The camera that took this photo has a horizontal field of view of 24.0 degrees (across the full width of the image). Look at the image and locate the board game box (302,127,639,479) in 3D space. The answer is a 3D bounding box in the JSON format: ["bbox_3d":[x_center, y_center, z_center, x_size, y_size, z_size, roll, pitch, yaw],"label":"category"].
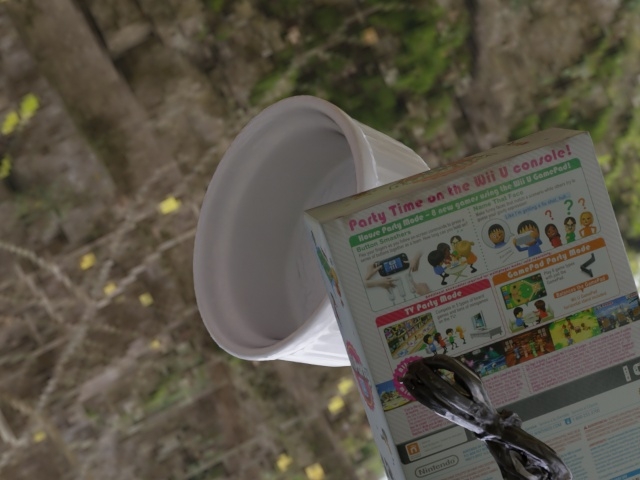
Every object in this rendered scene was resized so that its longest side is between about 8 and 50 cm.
[{"bbox_3d":[0.140,0.088,1.195,0.224,0.303,0.097,-19,-171,-7],"label":"board game box"}]

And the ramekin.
[{"bbox_3d":[0.000,0.000,1.566,0.135,0.277,0.277,17,164,-36],"label":"ramekin"}]

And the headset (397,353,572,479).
[{"bbox_3d":[-0.012,0.251,0.915,0.394,0.185,0.243,-43,-159,3],"label":"headset"}]
